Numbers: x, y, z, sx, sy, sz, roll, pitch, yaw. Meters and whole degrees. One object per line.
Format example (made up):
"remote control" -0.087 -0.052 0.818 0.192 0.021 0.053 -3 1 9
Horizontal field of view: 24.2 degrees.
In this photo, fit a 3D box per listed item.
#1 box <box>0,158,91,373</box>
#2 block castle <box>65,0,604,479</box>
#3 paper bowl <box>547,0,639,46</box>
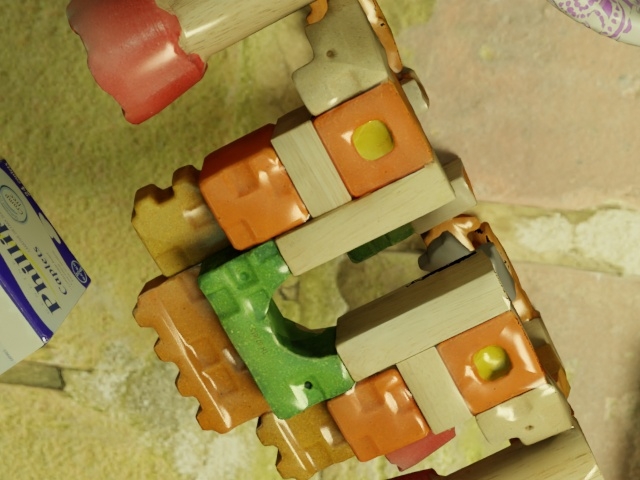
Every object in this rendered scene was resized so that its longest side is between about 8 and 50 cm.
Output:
"box" -0.252 0.022 1.143 0.072 0.137 0.126 -30 104 15
"block castle" 0.000 0.000 1.022 0.213 0.303 0.453 -26 105 8
"paper bowl" 0.241 -0.275 0.972 0.284 0.148 0.284 2 110 5
